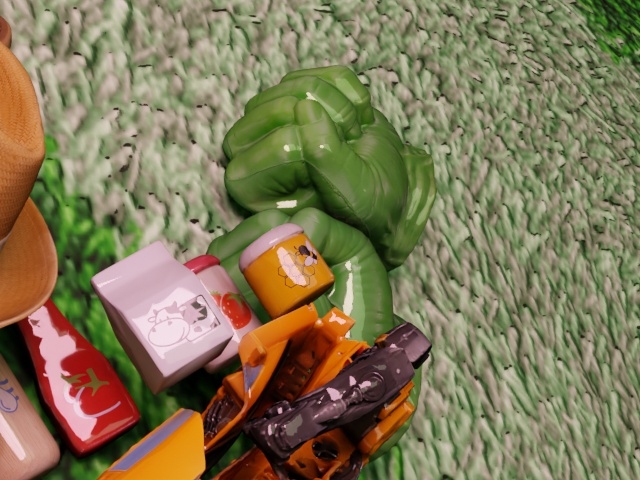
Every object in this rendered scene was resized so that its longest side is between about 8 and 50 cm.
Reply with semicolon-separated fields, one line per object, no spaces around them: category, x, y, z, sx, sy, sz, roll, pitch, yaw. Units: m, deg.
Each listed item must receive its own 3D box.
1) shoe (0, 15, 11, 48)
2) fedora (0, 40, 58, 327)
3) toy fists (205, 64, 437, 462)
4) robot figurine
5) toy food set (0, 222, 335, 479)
shoe;-0.242;-0.072;0.582;0.076;0.058;0.219;34;37;7
fedora;-0.175;-0.052;0.473;0.194;0.079;0.194;38;21;-17
toy fists;0.000;0.000;0.728;0.142;0.096;0.279;30;48;-25
robot figurine;-0.062;0.130;0.506;0.085;0.211;0.291;43;44;10
toy food set;-0.117;0.041;0.566;0.232;0.111;0.104;-31;80;-23
